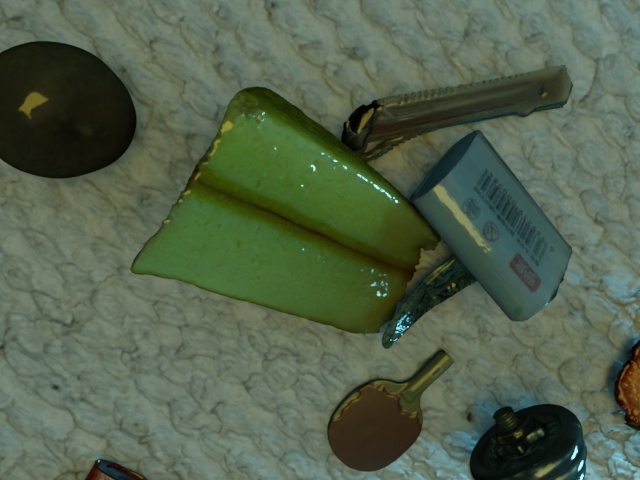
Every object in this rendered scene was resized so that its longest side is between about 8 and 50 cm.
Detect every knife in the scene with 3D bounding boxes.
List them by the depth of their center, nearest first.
[{"bbox_3d":[0.197,-0.190,0.838,0.364,0.043,0.089,-15,131,-7],"label":"knife"}]

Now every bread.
[{"bbox_3d":[0.000,0.000,0.735,0.361,0.245,0.233,33,104,-11],"label":"bread"}]

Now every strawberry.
[{"bbox_3d":[0.517,0.232,0.921,0.103,0.048,0.152,3,87,-1],"label":"strawberry"}]

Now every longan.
[{"bbox_3d":[-0.328,-0.160,0.720,0.187,0.167,0.168,13,95,-21],"label":"longan"}]

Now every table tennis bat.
[{"bbox_3d":[0.113,0.258,0.890,0.234,0.022,0.131,-45,99,2],"label":"table tennis bat"}]

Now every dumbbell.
[{"bbox_3d":[0.374,0.416,0.839,0.179,0.179,0.406,-33,91,-2],"label":"dumbbell"}]

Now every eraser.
[{"bbox_3d":[0.247,-0.024,0.813,0.227,0.081,0.174,48,50,-8],"label":"eraser"}]

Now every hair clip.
[{"bbox_3d":[0.172,0.078,0.858,0.229,0.036,0.066,-39,126,-11],"label":"hair clip"}]

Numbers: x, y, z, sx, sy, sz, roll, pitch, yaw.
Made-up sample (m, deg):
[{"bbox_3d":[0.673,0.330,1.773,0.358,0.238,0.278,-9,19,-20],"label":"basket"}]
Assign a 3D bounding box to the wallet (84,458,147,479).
[{"bbox_3d":[-0.319,0.441,0.848,0.142,0.045,0.205,32,92,-7],"label":"wallet"}]
